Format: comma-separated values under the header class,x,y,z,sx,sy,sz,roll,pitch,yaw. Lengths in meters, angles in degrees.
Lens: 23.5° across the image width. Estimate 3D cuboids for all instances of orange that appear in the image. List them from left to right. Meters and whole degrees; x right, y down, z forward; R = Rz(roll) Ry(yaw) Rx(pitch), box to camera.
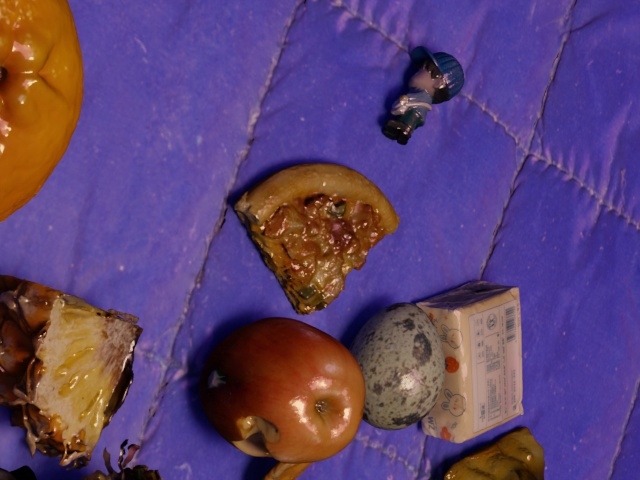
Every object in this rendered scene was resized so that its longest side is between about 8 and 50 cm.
class,x,y,z,sx,sy,sz,roll,pitch,yaw
orange,-0.370,-0.150,1.355,0.340,0.293,0.341,-9,102,-45

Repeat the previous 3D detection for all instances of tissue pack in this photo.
class,x,y,z,sx,sy,sz,roll,pitch,yaw
tissue pack,0.208,0.167,2.148,0.148,0.092,0.196,-16,107,-43

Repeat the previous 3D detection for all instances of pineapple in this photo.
class,x,y,z,sx,sy,sz,roll,pitch,yaw
pineapple,-0.277,0.125,1.650,0.186,0.114,0.236,-38,132,-35

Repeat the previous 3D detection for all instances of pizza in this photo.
class,x,y,z,sx,sy,sz,roll,pitch,yaw
pizza,0.000,0.000,1.929,0.292,0.058,0.197,10,91,-46

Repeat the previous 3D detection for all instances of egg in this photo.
class,x,y,z,sx,sy,sz,roll,pitch,yaw
egg,0.098,0.162,2.007,0.132,0.132,0.172,36,62,-43

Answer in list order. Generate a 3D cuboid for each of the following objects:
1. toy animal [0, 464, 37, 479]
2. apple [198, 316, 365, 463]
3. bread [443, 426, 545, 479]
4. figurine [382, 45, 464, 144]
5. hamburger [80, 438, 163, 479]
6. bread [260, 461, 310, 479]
class,x,y,z,sx,sy,sz,roll,pitch,yaw
toy animal,-0.377,0.314,1.492,0.266,0.212,0.213,15,86,-46
apple,-0.040,0.183,1.835,0.199,0.199,0.199,-10,104,-44
bread,0.257,0.374,2.241,0.233,0.088,0.161,-15,103,-46
figurine,0.140,-0.188,2.028,0.077,0.079,0.136,100,11,-72
hamburger,-0.230,0.347,1.644,0.138,0.243,0.262,11,67,-16
bread,-0.038,0.286,1.924,0.110,0.024,0.110,-39,167,-11
